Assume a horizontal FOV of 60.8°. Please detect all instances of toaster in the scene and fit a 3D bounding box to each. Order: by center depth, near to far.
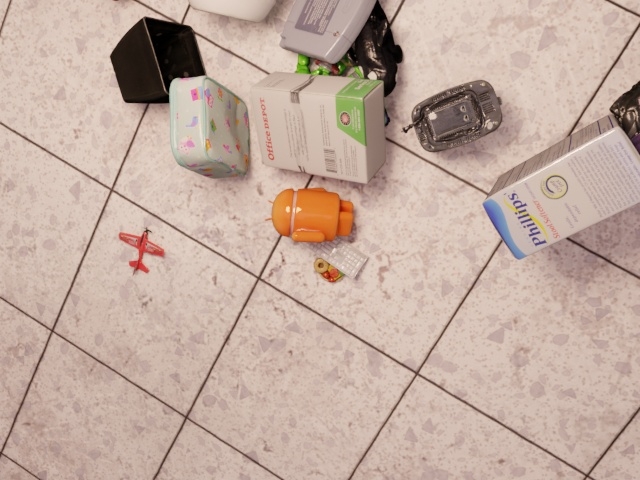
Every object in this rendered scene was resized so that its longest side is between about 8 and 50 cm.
[{"bbox_3d":[0.304,-0.279,1.267,0.226,0.146,0.129,-20,94,14],"label":"toaster"}]

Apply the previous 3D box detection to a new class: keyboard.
[{"bbox_3d":[0.000,0.000,1.436,0.256,0.014,0.072,35,82,7],"label":"keyboard"}]

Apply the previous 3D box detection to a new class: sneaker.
[{"bbox_3d":[0.711,-0.314,1.195,0.124,0.107,0.284,13,102,16],"label":"sneaker"}]

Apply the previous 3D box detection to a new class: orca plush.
[{"bbox_3d":[0.148,-0.488,1.267,0.151,0.102,0.288,12,78,-21],"label":"orca plush"}]

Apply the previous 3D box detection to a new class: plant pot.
[{"bbox_3d":[-0.420,-0.436,1.394,0.166,0.188,0.188,-14,96,26],"label":"plant pot"}]

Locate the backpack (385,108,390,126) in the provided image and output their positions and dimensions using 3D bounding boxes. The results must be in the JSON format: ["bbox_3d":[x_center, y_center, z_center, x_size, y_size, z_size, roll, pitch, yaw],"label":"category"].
[{"bbox_3d":[0.100,-0.312,1.340,0.114,0.084,0.105,-19,92,18],"label":"backpack"}]

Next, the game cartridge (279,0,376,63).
[{"bbox_3d":[0.036,-0.564,1.271,0.196,0.060,0.294,31,97,38],"label":"game cartridge"}]

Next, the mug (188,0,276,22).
[{"bbox_3d":[-0.226,-0.703,1.277,0.374,0.276,0.328,27,114,38],"label":"mug"}]

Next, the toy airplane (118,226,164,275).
[{"bbox_3d":[-0.513,0.033,1.564,0.151,0.028,0.151,2,100,14],"label":"toy airplane"}]

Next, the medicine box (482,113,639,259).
[{"bbox_3d":[0.520,-0.119,1.155,0.289,0.263,0.149,-32,92,31],"label":"medicine box"}]

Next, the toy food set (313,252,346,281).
[{"bbox_3d":[0.029,0.071,1.452,0.082,0.020,0.083,-36,90,15],"label":"toy food set"}]

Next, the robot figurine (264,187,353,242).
[{"bbox_3d":[-0.028,-0.066,1.377,0.219,0.128,0.158,6,82,-3],"label":"robot figurine"}]

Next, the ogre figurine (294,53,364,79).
[{"bbox_3d":[0.011,-0.416,1.339,0.197,0.097,0.118,31,93,-5],"label":"ogre figurine"}]

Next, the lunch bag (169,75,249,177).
[{"bbox_3d":[-0.264,-0.274,1.332,0.107,0.279,0.224,-5,87,13],"label":"lunch bag"}]

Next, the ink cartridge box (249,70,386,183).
[{"bbox_3d":[-0.003,-0.270,1.278,0.289,0.121,0.211,14,132,25],"label":"ink cartridge box"}]
